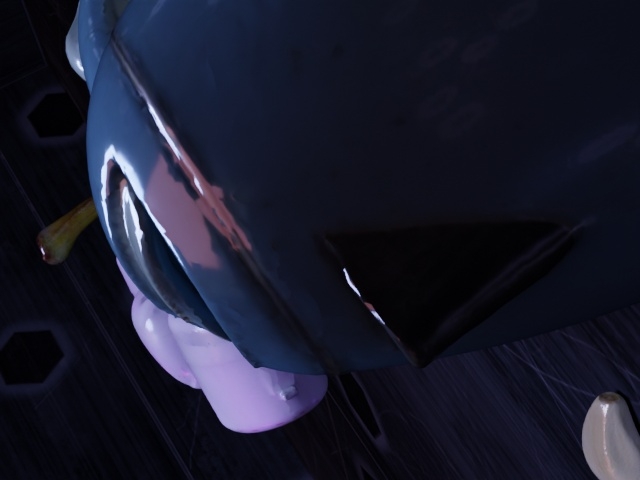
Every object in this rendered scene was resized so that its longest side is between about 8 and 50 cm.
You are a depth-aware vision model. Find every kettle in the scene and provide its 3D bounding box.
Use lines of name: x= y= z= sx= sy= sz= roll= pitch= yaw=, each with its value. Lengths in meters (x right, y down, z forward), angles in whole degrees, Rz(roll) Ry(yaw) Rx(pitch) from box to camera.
kettle: x=0.061 y=-0.103 z=0.730 sx=0.247 sy=0.342 sz=0.319 roll=58 pitch=179 yaw=-39

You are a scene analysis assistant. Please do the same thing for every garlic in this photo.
garlic: x=0.221 y=0.153 z=1.485 sx=0.053 sy=0.041 sz=0.083 roll=5 pitch=115 yaw=71

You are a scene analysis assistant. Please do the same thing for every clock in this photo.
clock: x=0.000 y=0.000 z=1.437 sx=0.113 sy=0.295 sz=0.322 roll=64 pitch=165 yaw=-17

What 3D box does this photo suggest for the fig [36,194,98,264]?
fig: x=-0.095 y=-0.067 z=1.676 sx=0.217 sy=0.321 sz=0.217 roll=53 pitch=165 yaw=20
